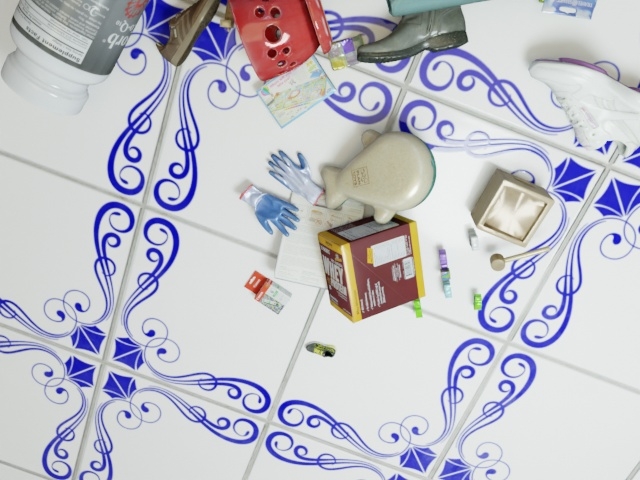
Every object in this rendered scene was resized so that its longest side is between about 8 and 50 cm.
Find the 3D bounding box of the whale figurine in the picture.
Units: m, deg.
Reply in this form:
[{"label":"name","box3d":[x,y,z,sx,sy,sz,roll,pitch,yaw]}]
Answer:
[{"label":"whale figurine","box3d":[0.135,-0.144,1.238,0.272,0.141,0.216,-12,87,32]}]

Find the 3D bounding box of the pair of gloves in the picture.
[{"label":"pair of gloves","box3d":[-0.088,-0.114,1.296,0.159,0.023,0.198,40,99,-4]}]

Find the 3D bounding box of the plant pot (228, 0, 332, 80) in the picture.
[{"label":"plant pot","box3d":[-0.077,-0.445,1.105,0.174,0.191,0.191,-18,107,8]}]

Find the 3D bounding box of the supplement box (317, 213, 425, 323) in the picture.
[{"label":"supplement box","box3d":[0.119,0.057,1.259,0.194,0.129,0.191,-17,110,-19]}]

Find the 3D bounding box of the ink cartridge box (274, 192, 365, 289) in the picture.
[{"label":"ink cartridge box","box3d":[0.000,0.000,1.344,0.189,0.066,0.232,12,90,1]}]

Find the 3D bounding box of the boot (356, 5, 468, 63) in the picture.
[{"label":"boot","box3d":[0.185,-0.469,1.137,0.246,0.083,0.161,-12,101,2]}]

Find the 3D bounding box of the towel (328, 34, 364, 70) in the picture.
[{"label":"towel","box3d":[0.058,-0.415,1.198,0.083,0.009,0.060,-13,107,10]}]

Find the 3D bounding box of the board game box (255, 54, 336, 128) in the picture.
[{"label":"board game box","box3d":[-0.055,-0.339,1.227,0.154,0.026,0.103,-31,104,15]}]

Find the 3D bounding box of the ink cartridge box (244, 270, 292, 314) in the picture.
[{"label":"ink cartridge box","box3d":[-0.139,0.135,1.406,0.115,0.029,0.063,34,110,-7]}]

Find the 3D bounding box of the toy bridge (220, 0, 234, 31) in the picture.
[{"label":"toy bridge","box3d":[-0.191,-0.543,1.146,0.026,0.063,0.188,7,109,3]}]

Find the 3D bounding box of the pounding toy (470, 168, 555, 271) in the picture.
[{"label":"pounding toy","box3d":[0.444,-0.034,1.257,0.181,0.094,0.206,21,116,-5]}]

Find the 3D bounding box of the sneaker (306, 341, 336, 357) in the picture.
[{"label":"sneaker","box3d":[0.002,0.293,1.446,0.083,0.035,0.031,5,110,4]}]

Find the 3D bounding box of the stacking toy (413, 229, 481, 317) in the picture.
[{"label":"stacking toy","box3d":[0.307,0.083,1.336,0.166,0.052,0.221,-6,111,10]}]

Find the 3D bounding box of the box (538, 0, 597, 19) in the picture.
[{"label":"box","box3d":[0.515,-0.546,1.088,0.109,0.042,0.178,10,111,3]}]

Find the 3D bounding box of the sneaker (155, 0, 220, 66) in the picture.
[{"label":"sneaker","box3d":[-0.293,-0.474,1.180,0.071,0.066,0.188,38,108,-7]}]

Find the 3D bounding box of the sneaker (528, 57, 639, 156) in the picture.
[{"label":"sneaker","box3d":[0.566,-0.280,1.141,0.305,0.114,0.152,25,110,-4]}]

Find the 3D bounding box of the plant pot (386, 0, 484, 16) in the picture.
[{"label":"plant pot","box3d":[0.261,-0.562,0.942,0.334,0.341,0.341,-12,108,8]}]

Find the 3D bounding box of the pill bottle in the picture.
[{"label":"pill bottle","box3d":[-0.508,-0.462,1.130,0.210,0.210,0.363,35,110,-7]}]
